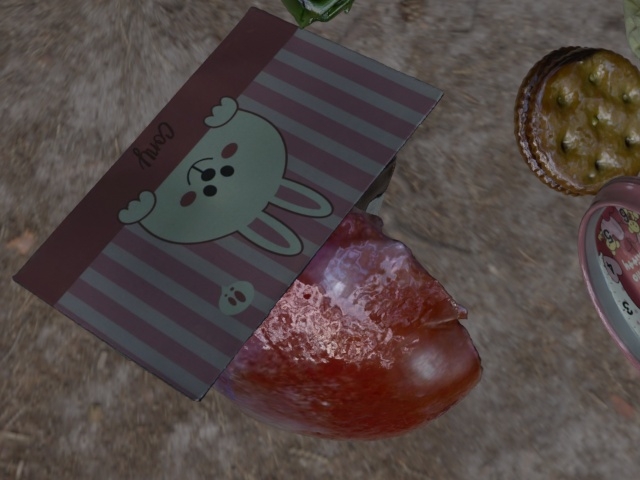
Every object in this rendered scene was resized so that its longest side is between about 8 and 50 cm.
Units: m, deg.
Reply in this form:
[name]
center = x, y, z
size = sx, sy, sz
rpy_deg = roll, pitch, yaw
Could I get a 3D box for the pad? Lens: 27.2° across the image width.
[pad]
center = -0.070, -0.041, 0.990
size = 0.300, 0.202, 0.005
rpy_deg = -51, 148, -17

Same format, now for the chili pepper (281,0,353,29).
[chili pepper]
center = -0.100, -0.232, 0.535
size = 0.359, 0.085, 0.076
rpy_deg = 47, 135, 1

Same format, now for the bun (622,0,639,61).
[bun]
center = 0.470, -0.285, 1.581
size = 0.229, 0.145, 0.230
rpy_deg = 2, 96, 21

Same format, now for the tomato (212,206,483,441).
[tomato]
center = -0.014, 0.081, 1.210
size = 0.176, 0.289, 0.335
rpy_deg = -50, 145, -20

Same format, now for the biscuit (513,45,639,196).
[biscuit]
center = 0.376, -0.169, 1.873
size = 0.220, 0.066, 0.221
rpy_deg = -1, 91, -25

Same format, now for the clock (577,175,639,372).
[clock]
center = 0.334, 0.050, 1.257
size = 0.056, 0.244, 0.244
rpy_deg = -27, 105, -18

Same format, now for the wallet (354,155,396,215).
[wallet]
center = 0.000, 0.000, 1.894
size = 0.262, 0.071, 0.221
rpy_deg = -34, 152, -36
